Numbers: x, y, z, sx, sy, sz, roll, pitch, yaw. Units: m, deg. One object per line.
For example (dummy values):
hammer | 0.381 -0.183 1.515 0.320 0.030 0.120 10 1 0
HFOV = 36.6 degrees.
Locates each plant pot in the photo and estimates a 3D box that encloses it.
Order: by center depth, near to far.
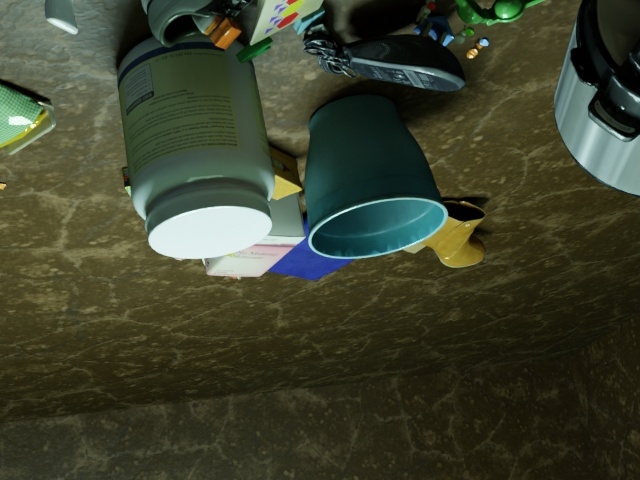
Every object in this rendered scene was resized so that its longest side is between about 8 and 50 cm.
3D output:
plant pot | 0.089 -0.134 1.894 0.272 0.255 0.271 -9 157 -4

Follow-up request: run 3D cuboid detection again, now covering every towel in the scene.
towel | 0.000 0.000 2.430 0.228 0.076 0.308 15 147 -35

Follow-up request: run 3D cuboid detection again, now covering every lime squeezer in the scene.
lime squeezer | 0.295 -0.412 1.615 0.310 0.059 0.110 -1 126 -20

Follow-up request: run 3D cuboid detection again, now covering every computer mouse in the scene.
computer mouse | 0.116 -0.315 1.628 0.272 0.072 0.188 14 176 14

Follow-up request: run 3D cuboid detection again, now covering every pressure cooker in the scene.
pressure cooker | 0.587 -0.297 1.601 0.376 0.370 0.420 -2 157 4

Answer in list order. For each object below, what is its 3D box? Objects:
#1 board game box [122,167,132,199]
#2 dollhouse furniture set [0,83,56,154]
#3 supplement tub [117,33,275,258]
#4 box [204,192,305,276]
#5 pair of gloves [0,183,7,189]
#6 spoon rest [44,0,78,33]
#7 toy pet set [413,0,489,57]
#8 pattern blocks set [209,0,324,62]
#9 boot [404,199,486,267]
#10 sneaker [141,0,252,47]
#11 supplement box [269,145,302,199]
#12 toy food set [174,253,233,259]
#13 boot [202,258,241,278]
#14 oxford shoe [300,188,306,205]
board game box | -0.323 -0.108 2.029 0.141 0.048 0.170 -11 158 1
dollhouse furniture set | -0.615 -0.141 1.664 0.301 0.151 0.197 -25 154 30
supplement tub | -0.203 -0.156 1.600 0.235 0.325 0.235 -10 158 -4
box | -0.159 -0.018 2.221 0.149 0.127 0.232 3 154 -31
pair of gloves | -0.673 -0.100 1.924 0.074 0.010 0.083 11 150 -44
spoon rest | -0.275 -0.403 1.324 0.276 0.084 0.137 -36 152 20
toy pet set | 0.217 -0.362 1.643 0.122 0.065 0.114 32 150 -11
pattern blocks set | -0.039 -0.364 1.423 0.285 0.026 0.325 -32 175 -27
boot | 0.367 -0.020 2.509 0.295 0.104 0.211 8 151 -31
sneaker | -0.135 -0.364 1.424 0.271 0.108 0.100 -21 154 18
supplement box | -0.133 -0.154 1.972 0.080 0.078 0.233 -24 154 29
toy food set | -0.288 0.003 2.126 0.218 0.071 0.128 1 131 26
boot | -0.250 0.056 2.458 0.085 0.059 0.158 -12 150 9
oxford shoe | 0.029 -0.112 2.101 0.096 0.083 0.227 -42 160 30
